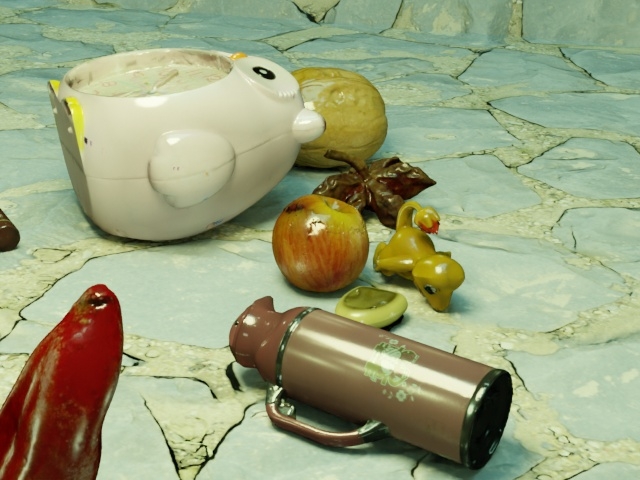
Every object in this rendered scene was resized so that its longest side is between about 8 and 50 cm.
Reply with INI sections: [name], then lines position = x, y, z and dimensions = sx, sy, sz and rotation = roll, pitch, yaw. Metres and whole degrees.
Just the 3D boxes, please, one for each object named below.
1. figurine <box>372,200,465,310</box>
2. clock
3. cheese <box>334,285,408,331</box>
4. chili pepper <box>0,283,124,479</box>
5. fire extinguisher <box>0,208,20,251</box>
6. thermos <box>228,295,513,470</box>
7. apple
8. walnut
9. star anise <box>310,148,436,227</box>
[figurine]
position = 0.145, 0.015, 1.483
dimensions = 0.121, 0.122, 0.176
rotation = -4, 24, -22
[clock]
position = -0.208, -0.155, 1.677
dimensions = 0.376, 0.251, 0.368
rotation = -14, 27, -21
[cheese]
position = 0.044, 0.102, 1.379
dimensions = 0.086, 0.036, 0.162
rotation = 14, 26, 27
[chili pepper]
position = -0.238, 0.159, 0.967
dimensions = 0.136, 0.253, 0.144
rotation = 29, 23, 12
[fire extinguisher]
position = -0.495, -0.030, 1.612
dimensions = 0.064, 0.043, 0.158
rotation = -48, 38, -5
[thermos]
position = 0.035, 0.158, 1.187
dimensions = 0.330, 0.136, 0.109
rotation = 17, 0, 29
[apple]
position = 0.000, 0.000, 1.492
dimensions = 0.146, 0.146, 0.146
rotation = 2, 24, -1
[walnut]
position = 0.012, -0.222, 1.942
dimensions = 0.225, 0.193, 0.193
rotation = 0, 24, -12
[star anise]
position = 0.082, -0.086, 1.741
dimensions = 0.196, 0.111, 0.212
rotation = 22, 22, 23
